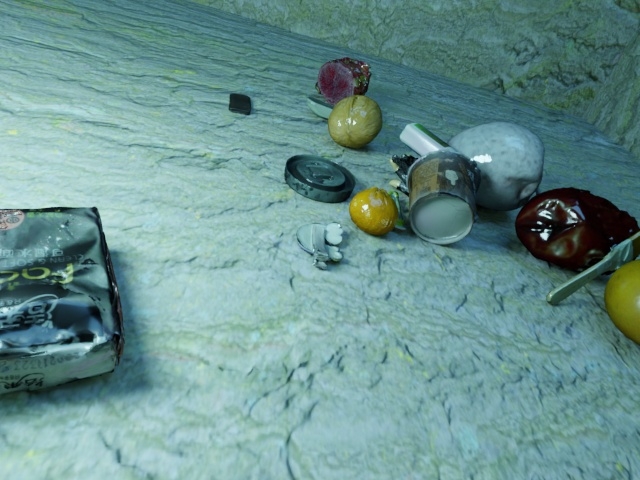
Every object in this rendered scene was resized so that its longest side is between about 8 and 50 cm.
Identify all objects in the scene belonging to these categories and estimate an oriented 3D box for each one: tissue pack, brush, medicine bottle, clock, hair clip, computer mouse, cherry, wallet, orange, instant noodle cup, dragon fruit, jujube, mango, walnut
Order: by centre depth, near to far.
[{"bbox_3d":[-0.445,0.069,0.671,0.245,0.123,0.332,-6,42,-28],"label":"tissue pack"},{"bbox_3d":[0.000,0.000,1.048,0.116,0.049,0.172,16,32,-12],"label":"hair clip"},{"bbox_3d":[0.875,0.154,1.116,0.264,0.221,0.378,33,28,29],"label":"mango"},{"bbox_3d":[0.730,0.077,1.160,0.337,0.085,0.020,-30,31,-8],"label":"brush"},{"bbox_3d":[0.141,-0.078,1.163,0.136,0.117,0.135,8,39,-6],"label":"orange"},{"bbox_3d":[0.343,-0.116,1.246,0.218,0.217,0.207,20,41,1],"label":"instant noodle cup"},{"bbox_3d":[0.211,-0.085,1.279,0.060,0.033,0.188,14,37,-5],"label":"hair clip"},{"bbox_3d":[0.755,-0.025,1.285,0.377,0.258,0.258,5,37,-18],"label":"jujube"},{"bbox_3d":[-0.003,-0.185,1.305,0.215,0.041,0.214,13,35,-9],"label":"clock"},{"bbox_3d":[0.353,-0.275,1.362,0.219,0.078,0.115,45,25,24],"label":"medicine bottle"},{"bbox_3d":[0.560,-0.242,1.442,0.335,0.291,0.326,9,5,-15],"label":"cherry"},{"bbox_3d":[0.123,-0.424,1.578,0.193,0.193,0.225,26,37,9],"label":"walnut"},{"bbox_3d":[-0.295,-0.502,1.620,0.082,0.018,0.156,7,36,-17],"label":"wallet"},{"bbox_3d":[0.022,-0.514,1.759,0.182,0.056,0.089,18,33,-12],"label":"computer mouse"},{"bbox_3d":[0.117,-0.676,1.887,0.282,0.210,0.147,9,34,40],"label":"dragon fruit"}]

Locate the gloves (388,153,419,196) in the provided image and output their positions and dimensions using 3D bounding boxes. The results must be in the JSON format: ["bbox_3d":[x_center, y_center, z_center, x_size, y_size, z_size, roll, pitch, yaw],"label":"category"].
[{"bbox_3d":[0.300,-0.215,1.433,0.106,0.129,0.180,-9,48,-48],"label":"gloves"}]
